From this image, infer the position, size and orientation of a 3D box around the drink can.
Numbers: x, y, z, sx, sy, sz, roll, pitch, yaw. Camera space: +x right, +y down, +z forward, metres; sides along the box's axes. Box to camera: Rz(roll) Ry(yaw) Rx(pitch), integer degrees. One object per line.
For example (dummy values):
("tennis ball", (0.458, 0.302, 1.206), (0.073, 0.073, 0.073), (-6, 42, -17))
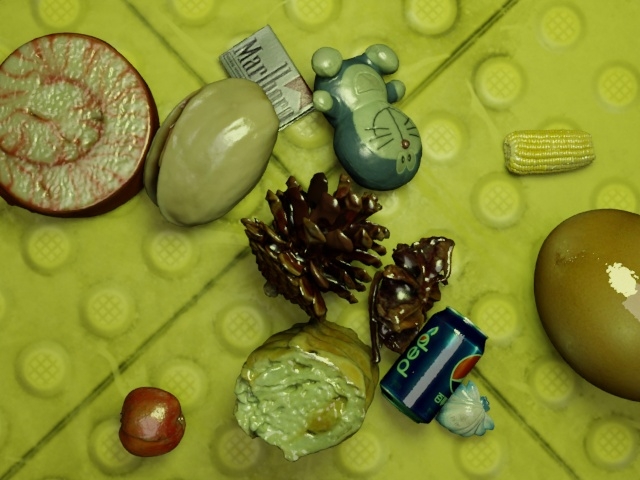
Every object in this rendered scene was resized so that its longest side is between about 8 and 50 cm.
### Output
("drink can", (0.205, 0.224, 1.271), (0.118, 0.118, 0.205), (37, 87, 0))

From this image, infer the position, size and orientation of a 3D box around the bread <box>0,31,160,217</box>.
("bread", (-0.440, -0.205, 1.267), (0.295, 0.114, 0.327), (-2, 87, -1))

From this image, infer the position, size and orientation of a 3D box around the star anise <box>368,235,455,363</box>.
("star anise", (0.149, 0.084, 1.238), (0.126, 0.190, 0.220), (32, 42, 17))

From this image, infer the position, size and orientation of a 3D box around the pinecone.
("pinecone", (-0.003, -0.003, 1.212), (0.264, 0.264, 0.264), (0, 88, -2))

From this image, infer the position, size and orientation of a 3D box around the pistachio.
("pistachio", (-0.190, -0.157, 1.238), (0.288, 0.166, 0.197), (-50, 131, -3))

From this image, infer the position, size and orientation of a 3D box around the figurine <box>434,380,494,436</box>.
("figurine", (0.258, 0.317, 1.298), (0.114, 0.079, 0.114), (11, 117, 22))

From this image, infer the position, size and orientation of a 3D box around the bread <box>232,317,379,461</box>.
("bread", (-0.021, 0.241, 1.204), (0.238, 0.252, 0.196), (-25, 93, 2))

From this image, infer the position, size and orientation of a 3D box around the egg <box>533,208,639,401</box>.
("egg", (0.522, 0.109, 1.200), (0.282, 0.282, 0.351), (-35, 88, -3))

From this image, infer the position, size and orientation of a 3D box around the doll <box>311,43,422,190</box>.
("doll", (0.084, -0.213, 1.256), (0.228, 0.154, 0.258), (-17, 74, -42))

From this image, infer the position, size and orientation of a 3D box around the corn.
("corn", (0.429, -0.169, 1.319), (0.165, 0.063, 0.085), (-6, 64, -4))

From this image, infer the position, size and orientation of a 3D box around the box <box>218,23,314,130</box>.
("box", (-0.097, -0.300, 1.319), (0.115, 0.036, 0.177), (-32, 89, -2))

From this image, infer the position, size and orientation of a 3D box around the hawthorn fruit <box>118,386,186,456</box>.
("hawthorn fruit", (-0.301, 0.322, 1.256), (0.128, 0.128, 0.128), (0, 88, -2))
